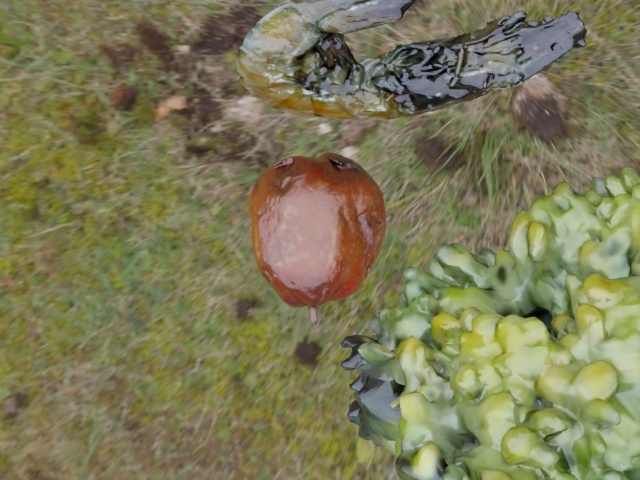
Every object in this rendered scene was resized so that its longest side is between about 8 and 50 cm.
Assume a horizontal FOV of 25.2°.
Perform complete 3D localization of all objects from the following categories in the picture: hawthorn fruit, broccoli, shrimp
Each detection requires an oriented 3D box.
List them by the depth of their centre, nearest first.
[{"bbox_3d":[0.153,0.075,0.608,0.242,0.273,0.180,33,89,-40],"label":"broccoli"},{"bbox_3d":[0.082,-0.196,1.464,0.365,0.233,0.071,-9,66,26],"label":"shrimp"},{"bbox_3d":[-0.001,-0.015,1.662,0.173,0.179,0.173,7,137,7],"label":"hawthorn fruit"}]
